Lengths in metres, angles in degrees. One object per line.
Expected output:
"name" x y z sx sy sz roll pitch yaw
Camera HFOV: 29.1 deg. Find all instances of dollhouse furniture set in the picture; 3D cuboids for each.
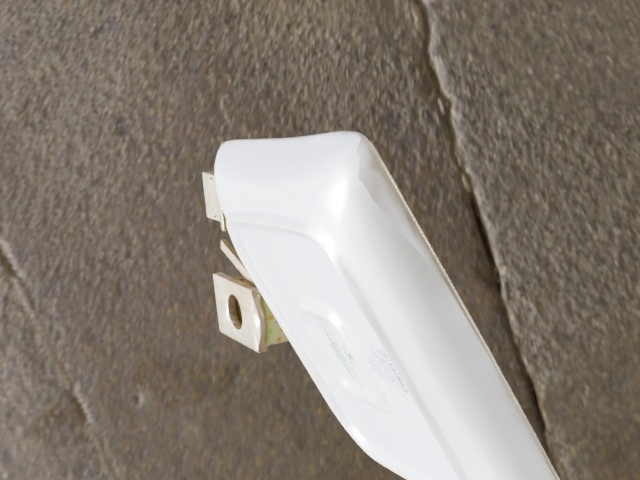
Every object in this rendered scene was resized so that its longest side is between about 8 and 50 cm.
"dollhouse furniture set" 0.000 0.000 1.138 0.181 0.101 0.161 -12 104 -25

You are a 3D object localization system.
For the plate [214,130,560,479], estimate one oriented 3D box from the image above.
"plate" 0.028 0.062 0.783 0.045 0.278 0.277 -33 104 -16
